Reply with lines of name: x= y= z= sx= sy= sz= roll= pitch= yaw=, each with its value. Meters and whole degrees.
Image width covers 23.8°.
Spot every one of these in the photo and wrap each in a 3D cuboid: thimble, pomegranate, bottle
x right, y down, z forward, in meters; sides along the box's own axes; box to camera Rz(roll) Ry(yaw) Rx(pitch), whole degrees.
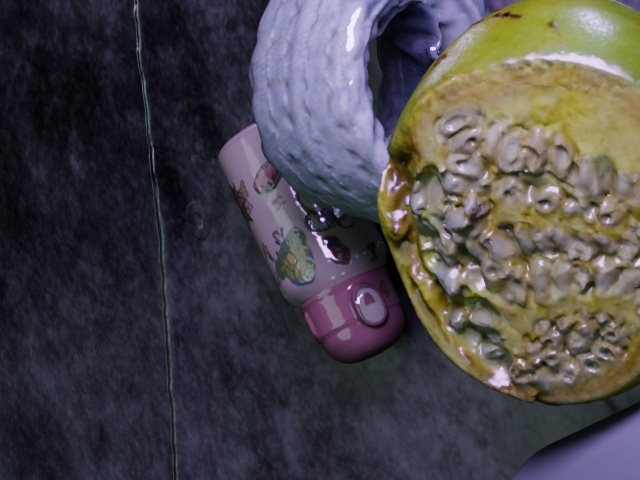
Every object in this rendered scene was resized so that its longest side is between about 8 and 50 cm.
thimble: x=0.047 y=-0.131 z=1.332 sx=0.172 sy=0.205 sz=0.250 roll=5 pitch=113 yaw=50
pomegranate: x=0.231 y=-0.037 z=1.167 sx=0.359 sy=0.216 sz=0.309 roll=9 pitch=113 yaw=16
bottle: x=0.000 y=0.000 z=1.510 sx=0.120 sy=0.120 sz=0.253 roll=-40 pitch=74 yaw=49

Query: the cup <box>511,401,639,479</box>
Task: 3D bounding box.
cup: x=0.287 y=0.218 z=1.184 sx=0.312 sy=0.205 sz=0.205 roll=-36 pitch=76 yaw=52
